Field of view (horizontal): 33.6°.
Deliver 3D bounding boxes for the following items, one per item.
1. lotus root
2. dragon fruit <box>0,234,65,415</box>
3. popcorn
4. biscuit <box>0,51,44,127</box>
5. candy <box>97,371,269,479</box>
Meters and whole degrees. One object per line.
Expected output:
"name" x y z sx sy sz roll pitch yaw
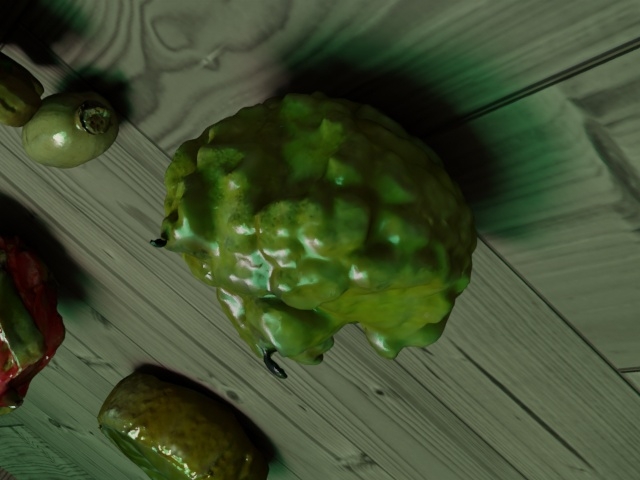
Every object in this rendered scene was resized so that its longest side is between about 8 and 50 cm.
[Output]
"lotus root" -0.213 -0.094 0.903 0.073 0.062 0.150 -3 177 -32
"dragon fruit" -0.431 0.087 1.290 0.231 0.237 0.303 12 141 -2
"popcorn" -0.001 -0.002 0.707 0.218 0.169 0.189 19 150 36
"biscuit" -0.322 -0.163 0.824 0.238 0.041 0.212 23 -167 -44
"candy" -0.190 0.284 1.471 0.260 0.118 0.260 32 157 16
